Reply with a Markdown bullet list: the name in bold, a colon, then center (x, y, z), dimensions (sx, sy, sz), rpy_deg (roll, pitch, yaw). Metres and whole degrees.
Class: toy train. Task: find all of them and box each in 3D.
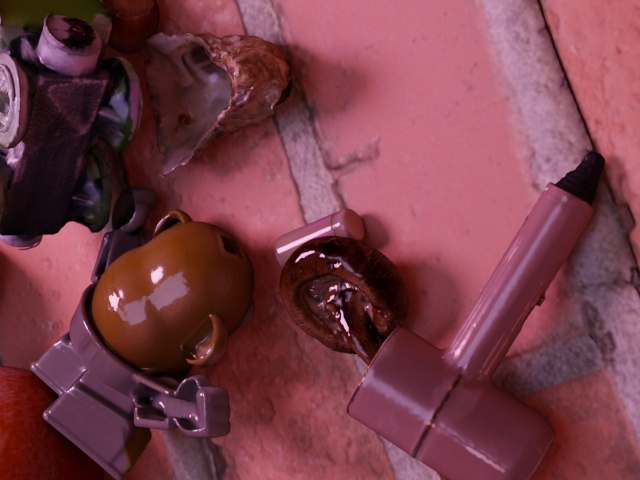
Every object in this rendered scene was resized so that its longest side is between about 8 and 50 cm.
- **toy train**: center (-0.325, -0.154, 1.670), dimensions (0.249, 0.173, 0.307), rpy_deg (61, 141, 34)

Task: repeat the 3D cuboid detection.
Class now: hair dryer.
- **hair dryer**: center (0.189, 0.072, 1.419), dimensions (0.189, 0.107, 0.344), rpy_deg (32, 98, 10)

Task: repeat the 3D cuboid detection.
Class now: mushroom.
- **mushroom**: center (0.037, 0.069, 1.535), dimensions (0.170, 0.080, 0.135), rpy_deg (54, 135, 1)

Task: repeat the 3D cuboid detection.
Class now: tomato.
- **tomato**: center (-0.372, 0.275, 1.720), dimensions (0.265, 0.265, 0.264), rpy_deg (2, 93, 34)

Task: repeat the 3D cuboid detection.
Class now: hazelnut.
- **hazelnut**: center (-0.223, -0.256, 1.703), dimensions (0.086, 0.086, 0.086), rpy_deg (2, 93, 34)

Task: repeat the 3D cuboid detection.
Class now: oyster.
- **oyster**: center (-0.114, -0.164, 1.628), dimensions (0.233, 0.107, 0.161), rpy_deg (-13, 90, 53)

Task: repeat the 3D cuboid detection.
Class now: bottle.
- **bottle**: center (0.000, 0.000, 1.578), dimensions (0.096, 0.045, 0.045), rpy_deg (-25, 78, 30)

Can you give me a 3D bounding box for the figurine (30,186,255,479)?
- **figurine**: center (-0.186, 0.095, 1.635), dimensions (0.342, 0.167, 0.285), rpy_deg (51, 118, 22)
